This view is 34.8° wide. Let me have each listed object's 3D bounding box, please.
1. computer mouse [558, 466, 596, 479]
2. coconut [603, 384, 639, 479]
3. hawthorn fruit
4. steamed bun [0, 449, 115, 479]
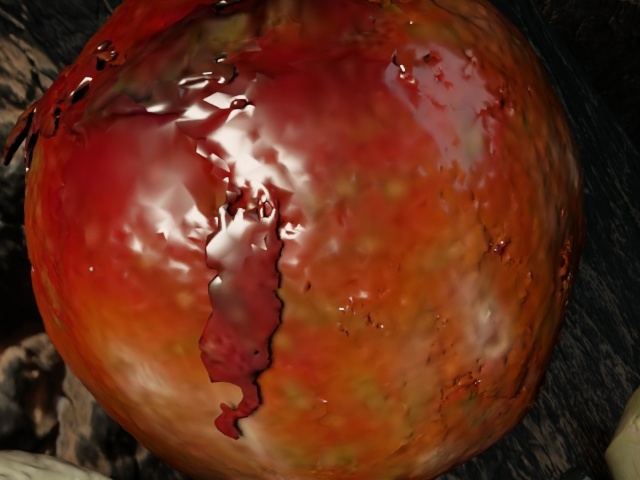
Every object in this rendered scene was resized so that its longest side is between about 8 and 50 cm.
[{"bbox_3d":[0.241,0.281,0.955,0.079,0.047,0.135,14,61,-43],"label":"computer mouse"},{"bbox_3d":[0.456,0.275,1.157,0.259,0.259,0.259,44,29,-32],"label":"coconut"},{"bbox_3d":[-0.003,-0.017,0.532,0.316,0.316,0.316,44,29,-32],"label":"hawthorn fruit"},{"bbox_3d":[-0.117,0.163,0.285,0.211,0.144,0.218,24,15,-35],"label":"steamed bun"}]
